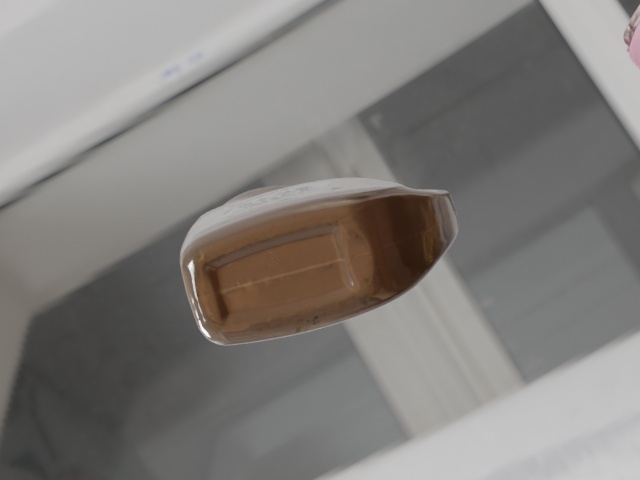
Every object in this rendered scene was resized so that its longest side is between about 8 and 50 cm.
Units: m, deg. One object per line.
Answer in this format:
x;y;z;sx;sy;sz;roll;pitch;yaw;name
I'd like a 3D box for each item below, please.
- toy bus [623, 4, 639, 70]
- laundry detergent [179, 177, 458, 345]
0.265;-0.080;1.094;0.063;0.203;0.090;-51;-1;38;toy bus
0.000;0.000;1.218;0.171;0.076;0.237;-15;7;2;laundry detergent
